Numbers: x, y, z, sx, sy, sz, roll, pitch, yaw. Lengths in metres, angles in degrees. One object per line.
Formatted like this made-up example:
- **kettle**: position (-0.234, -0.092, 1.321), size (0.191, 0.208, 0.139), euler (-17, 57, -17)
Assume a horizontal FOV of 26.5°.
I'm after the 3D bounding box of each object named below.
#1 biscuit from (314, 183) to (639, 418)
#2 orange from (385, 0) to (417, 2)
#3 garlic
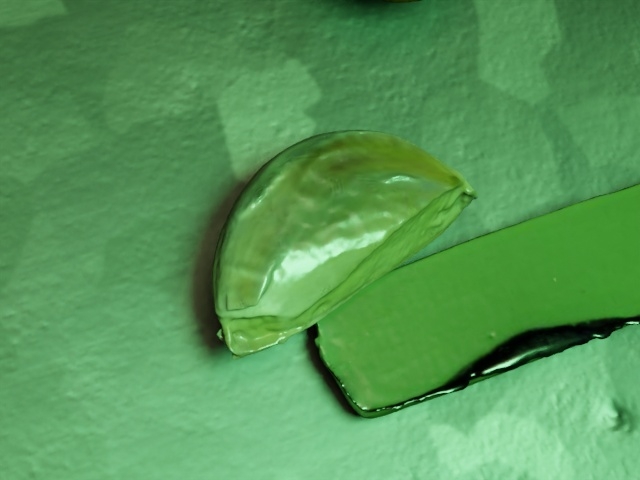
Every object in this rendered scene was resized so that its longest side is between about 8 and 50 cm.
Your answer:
- **biscuit**: position (0.148, 0.035, 0.927), size (0.322, 0.038, 0.099), euler (-20, 71, -16)
- **orange**: position (0.047, -0.235, 0.968), size (0.160, 0.112, 0.170), euler (18, 44, 8)
- **garlic**: position (-0.003, -0.013, 0.883), size (0.195, 0.087, 0.101), euler (-32, 62, -23)
